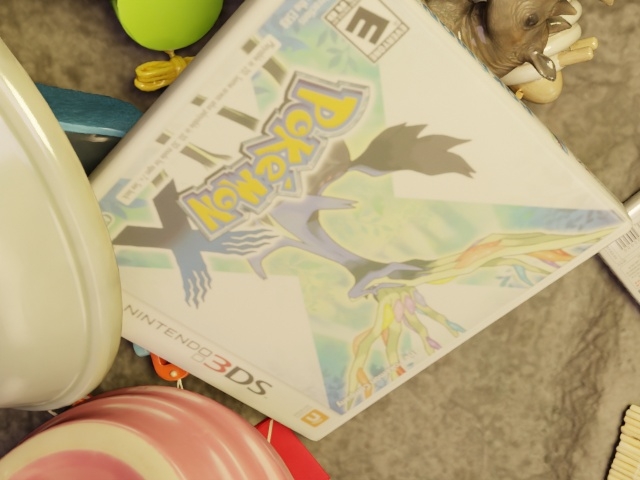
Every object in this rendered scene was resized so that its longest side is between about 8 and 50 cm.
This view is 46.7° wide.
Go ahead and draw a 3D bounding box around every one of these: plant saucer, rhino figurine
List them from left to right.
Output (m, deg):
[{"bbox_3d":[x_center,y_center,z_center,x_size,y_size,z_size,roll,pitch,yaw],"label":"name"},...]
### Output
[{"bbox_3d":[-0.316,-0.018,0.485,0.400,0.100,0.401,18,130,23],"label":"plant saucer"},{"bbox_3d":[-0.161,0.259,0.515,0.332,0.332,0.084,-33,145,9],"label":"plant saucer"},{"bbox_3d":[0.073,-0.143,0.501,0.243,0.073,0.106,0,140,36],"label":"rhino figurine"}]

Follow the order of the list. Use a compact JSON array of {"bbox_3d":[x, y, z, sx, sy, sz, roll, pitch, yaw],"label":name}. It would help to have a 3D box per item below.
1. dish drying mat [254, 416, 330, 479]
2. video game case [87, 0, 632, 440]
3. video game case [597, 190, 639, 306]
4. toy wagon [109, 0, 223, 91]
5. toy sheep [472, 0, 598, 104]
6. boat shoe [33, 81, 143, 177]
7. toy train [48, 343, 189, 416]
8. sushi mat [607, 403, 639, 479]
[{"bbox_3d":[-0.028,0.197,0.683,0.032,0.008,0.083,-35,101,9],"label":"dish drying mat"},{"bbox_3d":[0.000,0.000,0.528,0.300,0.036,0.329,35,119,-27],"label":"video game case"},{"bbox_3d":[0.354,0.001,0.615,0.201,0.023,0.183,-40,100,10],"label":"video game case"},{"bbox_3d":[-0.108,-0.257,0.477,0.267,0.068,0.345,-16,141,-23],"label":"toy wagon"},{"bbox_3d":[0.150,-0.163,0.544,0.091,0.091,0.132,-17,108,6],"label":"toy sheep"},{"bbox_3d":[-0.262,-0.074,0.562,0.258,0.109,0.089,16,121,8],"label":"boat shoe"},{"bbox_3d":[-0.166,0.130,0.653,0.166,0.046,0.125,-22,88,12],"label":"toy train"},{"bbox_3d":[0.369,0.259,0.571,0.019,0.316,0.152,-3,108,-43],"label":"sushi mat"}]
